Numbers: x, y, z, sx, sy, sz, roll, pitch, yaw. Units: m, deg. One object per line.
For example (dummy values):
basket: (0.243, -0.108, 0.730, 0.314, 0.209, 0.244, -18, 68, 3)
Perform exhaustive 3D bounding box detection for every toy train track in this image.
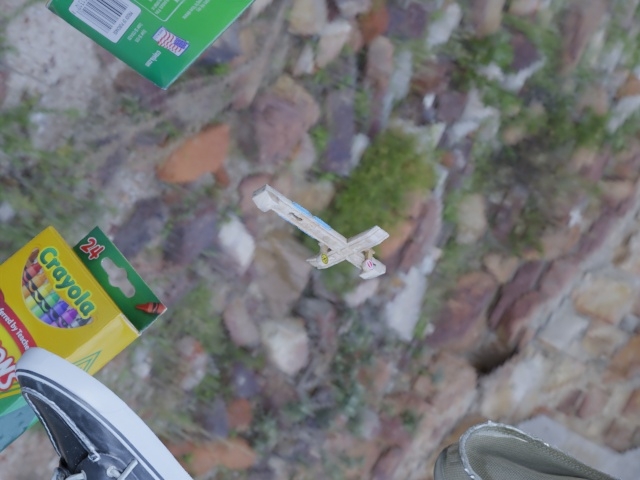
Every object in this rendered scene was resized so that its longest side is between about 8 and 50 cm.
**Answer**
toy train track: (0.000, 0.000, 0.581, 0.083, 0.048, 0.014, 34, 46, -32)

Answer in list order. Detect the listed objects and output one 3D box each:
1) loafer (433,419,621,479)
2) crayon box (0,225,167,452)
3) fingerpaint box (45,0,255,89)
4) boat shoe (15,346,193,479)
loafer: (0.171, 0.159, 0.625, 0.102, 0.268, 0.092, -4, 115, -43)
crayon box: (-0.403, 0.123, 1.709, 0.318, 0.202, 0.081, -41, 151, -8)
fingerpaint box: (-0.050, -0.388, 1.131, 0.445, 0.163, 0.371, -26, -147, 61)
boat shoe: (-0.215, 0.244, 1.223, 0.105, 0.113, 0.306, -48, 112, -30)
